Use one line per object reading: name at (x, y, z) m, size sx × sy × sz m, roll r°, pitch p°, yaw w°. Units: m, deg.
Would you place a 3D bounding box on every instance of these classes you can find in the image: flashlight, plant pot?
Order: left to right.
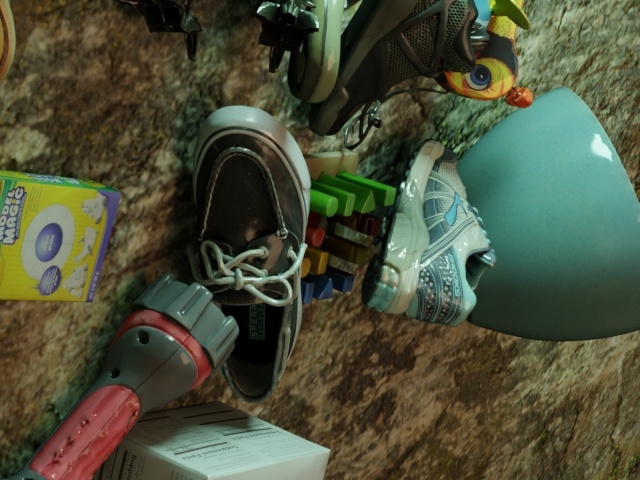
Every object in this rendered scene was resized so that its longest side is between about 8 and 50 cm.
flashlight at (-0.196, 0.167, 1.702) m, size 0.304 × 0.103 × 0.103 m, roll -51°, pitch 145°, yaw -29°
plant pot at (0.233, -0.003, 2.146) m, size 0.195 × 0.290 × 0.290 m, roll -22°, pitch 134°, yaw -6°

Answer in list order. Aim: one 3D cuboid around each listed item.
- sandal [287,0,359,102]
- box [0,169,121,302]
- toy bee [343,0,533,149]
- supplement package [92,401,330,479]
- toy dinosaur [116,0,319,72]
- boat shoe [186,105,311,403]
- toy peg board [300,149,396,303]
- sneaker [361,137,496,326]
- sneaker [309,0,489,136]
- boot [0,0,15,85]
sandal at (0.034, -0.259, 1.753) m, size 0.120 × 0.086 × 0.303 m, roll 115°, pitch -14°, yaw -70°
box at (-0.246, -0.004, 1.587) m, size 0.179 × 0.043 × 0.105 m, roll 5°, pitch 103°, yaw -56°
toy bee at (0.160, -0.213, 1.986) m, size 0.162 × 0.195 × 0.298 m, roll 24°, pitch 113°, yaw -17°
supplement package at (-0.128, 0.310, 1.848) m, size 0.204 × 0.145 × 0.262 m, roll -3°, pitch 111°, yaw -56°
toy dinosaur at (-0.053, -0.272, 1.635) m, size 0.322 × 0.164 × 0.218 m, roll 43°, pitch 53°, yaw -54°
boat shoe at (-0.071, 0.021, 1.789) m, size 0.105 × 0.113 × 0.306 m, roll -81°, pitch 176°, yaw -52°
toy peg board at (0.000, 0.000, 1.932) m, size 0.161 × 0.079 × 0.160 m, roll -10°, pitch 115°, yaw -54°
sneaker at (0.122, 0.001, 2.003) m, size 0.283 × 0.122 × 0.110 m, roll -72°, pitch -173°, yaw -54°
sneaker at (0.081, -0.174, 1.856) m, size 0.227 × 0.130 × 0.087 m, roll -55°, pitch -161°, yaw 29°
boot at (-0.285, -0.171, 1.292) m, size 0.283 × 0.109 × 0.220 m, roll -55°, pitch 167°, yaw 23°
